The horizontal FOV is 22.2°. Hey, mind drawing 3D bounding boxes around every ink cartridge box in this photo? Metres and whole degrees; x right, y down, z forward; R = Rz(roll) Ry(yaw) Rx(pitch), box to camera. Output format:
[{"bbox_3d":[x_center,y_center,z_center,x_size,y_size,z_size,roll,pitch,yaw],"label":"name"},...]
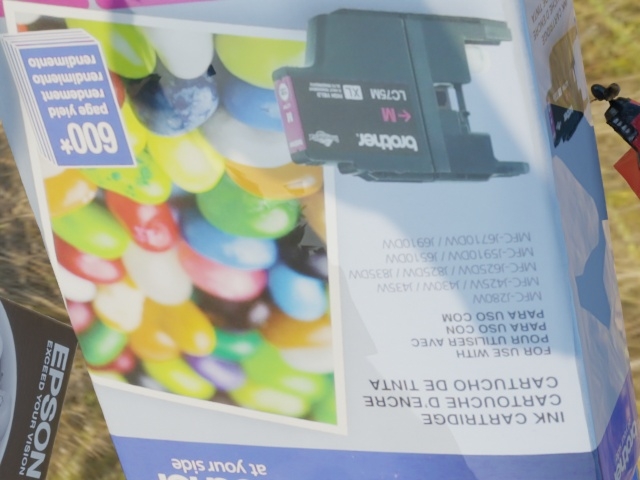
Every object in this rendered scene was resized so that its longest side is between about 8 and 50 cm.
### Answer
[{"bbox_3d":[-0.193,0.137,0.910,0.045,0.208,0.206,9,80,19],"label":"ink cartridge box"},{"bbox_3d":[0.000,0.000,0.546,0.065,0.185,0.311,-59,141,-51],"label":"ink cartridge box"}]

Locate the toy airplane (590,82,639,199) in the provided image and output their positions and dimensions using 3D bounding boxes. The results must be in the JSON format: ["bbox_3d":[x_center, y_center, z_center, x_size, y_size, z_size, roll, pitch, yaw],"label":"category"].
[{"bbox_3d":[0.160,-0.010,0.632,0.151,0.151,0.028,42,77,-15],"label":"toy airplane"}]
